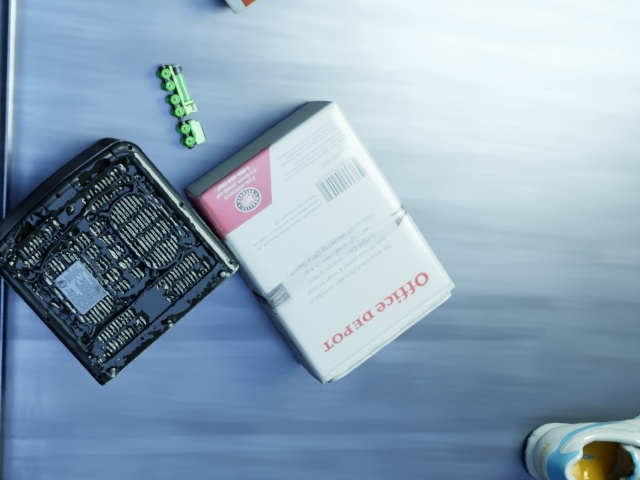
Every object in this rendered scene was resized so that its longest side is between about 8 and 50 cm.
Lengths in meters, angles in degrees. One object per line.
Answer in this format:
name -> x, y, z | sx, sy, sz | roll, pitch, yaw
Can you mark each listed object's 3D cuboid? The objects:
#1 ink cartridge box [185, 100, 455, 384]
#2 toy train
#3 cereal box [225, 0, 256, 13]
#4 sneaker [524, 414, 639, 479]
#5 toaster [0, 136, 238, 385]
ink cartridge box -> 0.000, 0.000, 1.496 | 0.158, 0.092, 0.218 | -35, 103, -9
toy train -> -0.128, -0.125, 1.482 | 0.024, 0.017, 0.083 | -23, 103, -22
cereal box -> -0.028, -0.339, 1.423 | 0.240, 0.047, 0.173 | -32, 104, 13
sneaker -> 0.328, 0.219, 1.618 | 0.228, 0.092, 0.087 | -7, 98, -16
toaster -> -0.196, 0.009, 1.431 | 0.168, 0.110, 0.186 | -42, 106, -7
